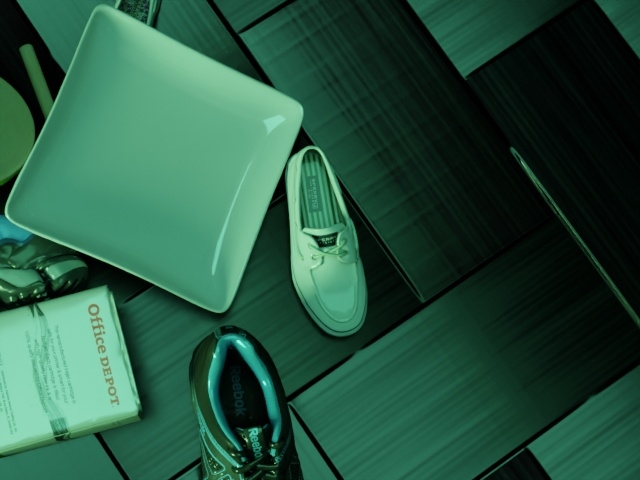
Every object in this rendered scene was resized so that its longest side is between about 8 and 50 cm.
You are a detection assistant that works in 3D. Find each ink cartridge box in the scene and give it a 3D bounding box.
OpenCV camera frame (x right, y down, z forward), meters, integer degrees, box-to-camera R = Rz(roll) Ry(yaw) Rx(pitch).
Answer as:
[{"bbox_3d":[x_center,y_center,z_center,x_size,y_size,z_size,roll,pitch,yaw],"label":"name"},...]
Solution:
[{"bbox_3d":[-0.314,0.152,1.550,0.208,0.087,0.153,-14,79,-7],"label":"ink cartridge box"}]

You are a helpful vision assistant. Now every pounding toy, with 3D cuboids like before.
[{"bbox_3d":[-0.409,-0.112,1.606,0.236,0.110,0.183,-18,66,-38],"label":"pounding toy"}]

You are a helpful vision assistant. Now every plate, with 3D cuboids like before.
[{"bbox_3d":[-0.186,-0.090,1.599,0.278,0.045,0.277,25,73,-16],"label":"plate"}]

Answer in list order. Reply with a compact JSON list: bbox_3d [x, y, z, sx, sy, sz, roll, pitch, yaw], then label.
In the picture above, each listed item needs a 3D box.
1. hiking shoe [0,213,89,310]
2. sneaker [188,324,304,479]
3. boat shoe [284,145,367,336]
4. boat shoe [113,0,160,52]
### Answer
[{"bbox_3d":[-0.419,0.031,1.567,0.304,0.113,0.132,-11,71,-17],"label":"hiking shoe"},{"bbox_3d":[-0.079,0.259,1.520,0.125,0.139,0.341,-14,81,-9],"label":"sneaker"},{"bbox_3d":[0.000,0.000,1.613,0.083,0.076,0.226,-16,80,-7],"label":"boat shoe"},{"bbox_3d":[-0.231,-0.238,1.651,0.066,0.063,0.184,23,77,0],"label":"boat shoe"}]
